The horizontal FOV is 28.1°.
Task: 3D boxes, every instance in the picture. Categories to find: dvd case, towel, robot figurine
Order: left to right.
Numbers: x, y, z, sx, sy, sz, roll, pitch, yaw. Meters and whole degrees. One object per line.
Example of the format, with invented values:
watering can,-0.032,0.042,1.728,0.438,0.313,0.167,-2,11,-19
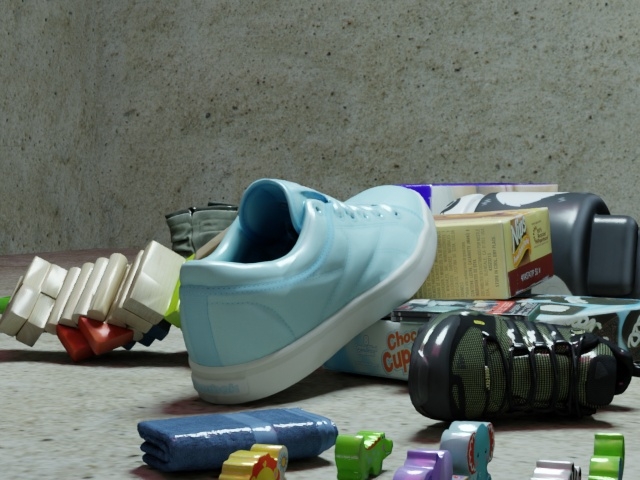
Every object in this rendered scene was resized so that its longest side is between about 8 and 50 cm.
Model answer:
towel,-0.053,0.129,0.822,0.119,0.029,0.067,-1,2,-27
dvd case,0.130,0.064,1.129,0.119,0.013,0.087,2,5,16
robot figurine,0.271,0.020,1.624,0.278,0.209,0.173,1,38,30

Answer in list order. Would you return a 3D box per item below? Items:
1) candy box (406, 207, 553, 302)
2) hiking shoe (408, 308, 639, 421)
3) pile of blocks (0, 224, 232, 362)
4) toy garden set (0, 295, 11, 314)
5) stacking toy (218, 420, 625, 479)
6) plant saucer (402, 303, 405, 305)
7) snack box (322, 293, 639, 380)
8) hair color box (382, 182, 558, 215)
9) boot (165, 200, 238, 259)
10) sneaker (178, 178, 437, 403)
candy box,0.081,0.019,1.421,0.316,0.087,0.183,-4,3,25
hiking shoe,0.161,0.092,0.963,0.114,0.086,0.227,-3,-1,43
pile of blocks,-0.186,0.087,1.343,0.362,0.149,0.112,-10,42,24
toy garden set,-0.298,0.090,1.727,0.204,0.049,0.244,-2,1,5
stacking toy,0.066,0.122,0.680,0.167,0.052,0.221,0,2,21
plant saucer,0.030,0.087,1.477,0.168,0.029,0.168,-7,13,2
snack box,0.180,0.093,1.258,0.322,0.060,0.187,-3,3,-42
hair color box,0.244,0.001,2.024,0.110,0.185,0.339,2,4,42
boot,-0.131,0.023,1.875,0.246,0.161,0.083,1,3,30
sneaker,0.000,0.000,1.161,0.135,0.150,0.366,1,24,29
